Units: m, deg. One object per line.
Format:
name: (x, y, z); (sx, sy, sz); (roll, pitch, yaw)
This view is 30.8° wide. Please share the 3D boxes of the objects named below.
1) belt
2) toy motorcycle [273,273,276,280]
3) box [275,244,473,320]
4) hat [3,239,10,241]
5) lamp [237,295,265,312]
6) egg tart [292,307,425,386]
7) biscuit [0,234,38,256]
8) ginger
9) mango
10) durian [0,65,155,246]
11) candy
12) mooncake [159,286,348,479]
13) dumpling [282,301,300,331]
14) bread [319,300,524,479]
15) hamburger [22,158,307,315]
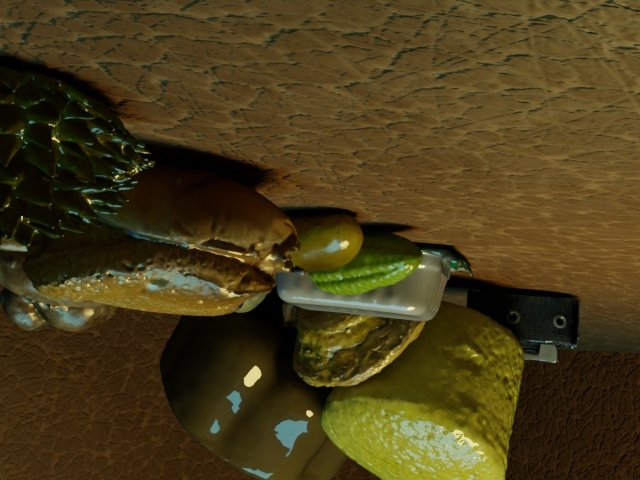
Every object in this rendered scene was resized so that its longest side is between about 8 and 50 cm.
belt: (0.380, 0.162, 2.218); (0.218, 0.128, 0.122); (5, 177, 23)
toy motorcycle: (-0.190, 0.053, 2.018); (0.169, 0.113, 0.315); (-9, 171, 39)
box: (0.066, 0.064, 1.868); (0.337, 0.106, 0.264); (4, 172, 15)
hat: (-0.397, -0.067, 1.501); (0.146, 0.067, 0.146); (-27, 157, -13)
lamp: (-0.189, 0.078, 2.270); (0.193, 0.106, 0.106); (14, 178, 32)
egg tart: (0.054, 0.132, 2.054); (0.294, 0.294, 0.123); (-3, 132, 54)
biscuit: (-0.377, -0.022, 1.614); (0.249, 0.035, 0.184); (14, -152, 8)
ginger: (-0.435, 0.066, 1.915); (0.245, 0.155, 0.304); (9, 150, -3)
mango: (0.000, 0.000, 1.569); (0.103, 0.076, 0.161); (18, 160, -27)
durian: (-0.335, -0.118, 1.016); (0.394, 0.163, 0.198); (13, -150, -10)
candy: (0.067, 0.028, 1.649); (0.097, 0.096, 0.209); (12, 169, -36)
mooncake: (-0.098, 0.281, 2.425); (0.467, 0.262, 0.467); (33, -162, -12)
dumpling: (0.059, 0.134, 2.328); (0.293, 0.163, 0.204); (19, 123, -31)
bread: (0.205, 0.284, 2.128); (0.348, 0.307, 0.348); (22, 152, 13)
hamburger: (-0.181, -0.001, 1.353); (0.314, 0.170, 0.290); (8, 176, -17)
